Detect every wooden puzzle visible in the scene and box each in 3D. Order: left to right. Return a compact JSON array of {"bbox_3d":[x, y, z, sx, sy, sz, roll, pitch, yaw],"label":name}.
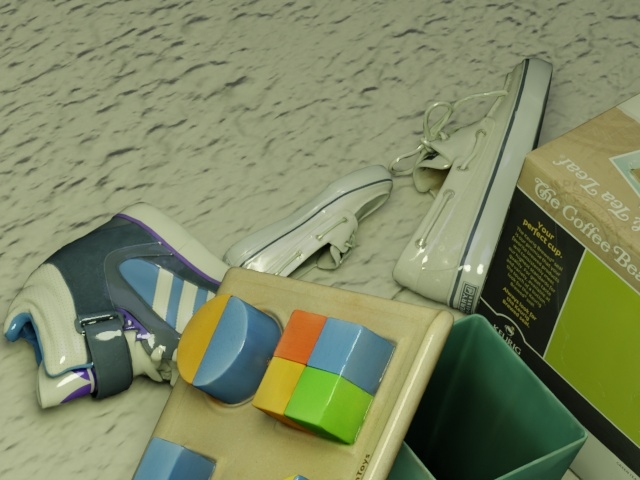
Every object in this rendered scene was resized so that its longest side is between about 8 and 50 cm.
[{"bbox_3d":[-0.066,0.178,1.591,0.080,0.348,0.322,32,76,-34],"label":"wooden puzzle"}]

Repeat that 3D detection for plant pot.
[{"bbox_3d":[0.105,0.225,1.688,0.165,0.234,0.165,-20,54,-33],"label":"plant pot"}]

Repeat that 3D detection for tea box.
[{"bbox_3d":[0.351,0.081,1.813,0.220,0.323,0.329,-29,59,-32],"label":"tea box"}]

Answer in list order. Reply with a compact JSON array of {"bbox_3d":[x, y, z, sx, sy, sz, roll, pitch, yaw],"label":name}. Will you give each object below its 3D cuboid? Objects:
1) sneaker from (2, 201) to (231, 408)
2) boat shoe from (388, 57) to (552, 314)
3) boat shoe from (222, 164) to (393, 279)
[{"bbox_3d":[-0.165,0.124,1.821,0.323,0.130,0.236,39,62,18],"label":"sneaker"},{"bbox_3d":[0.157,-0.082,2.070,0.156,0.136,0.367,17,56,9],"label":"boat shoe"},{"bbox_3d":[0.000,0.000,1.997,0.226,0.083,0.076,-32,71,-20],"label":"boat shoe"}]
